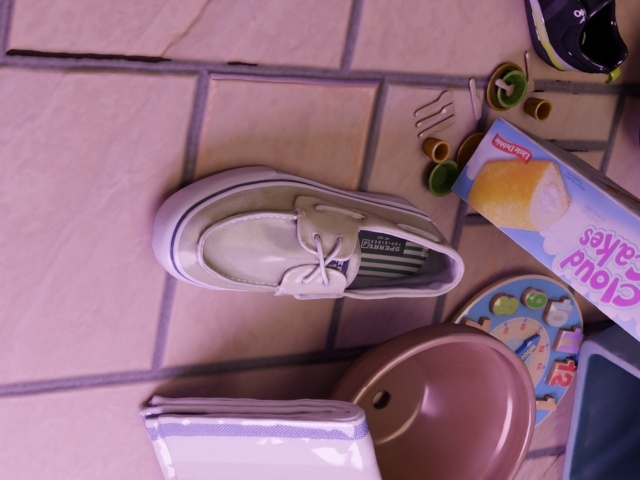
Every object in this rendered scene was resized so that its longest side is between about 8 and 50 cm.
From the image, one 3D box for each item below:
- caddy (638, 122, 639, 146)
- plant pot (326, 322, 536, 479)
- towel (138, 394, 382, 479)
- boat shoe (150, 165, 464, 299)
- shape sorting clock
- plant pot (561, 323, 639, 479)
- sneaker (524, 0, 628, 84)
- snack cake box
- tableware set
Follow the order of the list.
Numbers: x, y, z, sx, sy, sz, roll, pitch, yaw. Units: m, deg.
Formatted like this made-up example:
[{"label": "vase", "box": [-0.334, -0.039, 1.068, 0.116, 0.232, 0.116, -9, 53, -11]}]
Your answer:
[{"label": "caddy", "box": [0.493, -0.160, 1.370, 0.341, 0.179, 0.241, -15, 142, -31]}, {"label": "plant pot", "box": [0.083, 0.176, 1.258, 0.237, 0.110, 0.237, -13, 118, -26]}, {"label": "towel", "box": [-0.033, 0.254, 1.180, 0.034, 0.209, 0.285, -67, 149, -52]}, {"label": "boat shoe", "box": [0.000, 0.000, 1.128, 0.302, 0.094, 0.109, -1, 111, -37]}, {"label": "shape sorting clock", "box": [0.201, 0.132, 1.378, 0.206, 0.040, 0.206, -16, 120, -31]}, {"label": "plant pot", "box": [0.457, 0.200, 1.458, 0.252, 0.247, 0.247, -31, 137, -32]}, {"label": "sneaker", "box": [0.233, -0.246, 1.182, 0.084, 0.097, 0.234, -41, 130, -14]}, {"label": "snack cake box", "box": [0.266, 0.000, 1.199, 0.152, 0.264, 0.089, 19, 108, -48]}, {"label": "tableware set", "box": [0.160, -0.108, 1.243, 0.154, 0.024, 0.104, -29, 126, -23]}]
